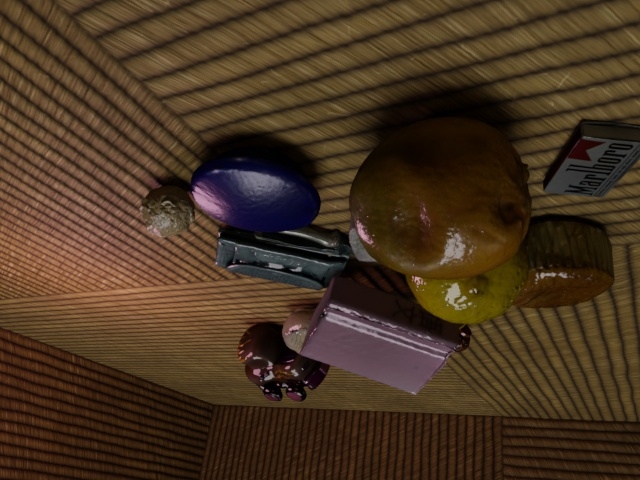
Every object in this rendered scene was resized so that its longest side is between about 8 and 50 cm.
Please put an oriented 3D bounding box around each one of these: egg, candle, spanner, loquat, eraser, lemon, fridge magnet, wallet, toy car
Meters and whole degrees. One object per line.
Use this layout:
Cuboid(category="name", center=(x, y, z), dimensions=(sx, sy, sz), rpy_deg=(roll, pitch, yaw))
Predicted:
Cuboid(category="egg", center=(-0.342, -0.064, 1.287), dimensions=(0.118, 0.116, 0.140), rpy_deg=(46, 144, -9))
Cuboid(category="candle", center=(0.137, -0.008, 1.314), dimensions=(0.192, 0.068, 0.168), rpy_deg=(24, 149, -23))
Cuboid(category="spanner", center=(0.000, 0.000, 1.405), dimensions=(0.324, 0.040, 0.096), rpy_deg=(12, 155, -6))
Cuboid(category="loquat", center=(0.199, -0.065, 0.950), dimensions=(0.283, 0.276, 0.276), rpy_deg=(-17, 145, 40))
Cuboid(category="eraser", center=(0.154, 0.261, 1.564), dimensions=(0.358, 0.122, 0.272), rpy_deg=(20, 136, -4))
Cuboid(category="lemon", center=(0.289, 0.044, 1.157), dimensions=(0.267, 0.268, 0.267), rpy_deg=(7, 154, 3))
Cuboid(category="fridge magnet", center=(-0.129, -0.096, 1.161), dimensions=(0.265, 0.113, 0.265), rpy_deg=(7, 155, 3))
Cuboid(category="wallet", center=(-0.112, 0.064, 1.539), dimensions=(0.341, 0.075, 0.237), rpy_deg=(11, 157, -8))
Cuboid(category="toy car", center=(-0.140, 0.420, 2.115), dimensions=(0.340, 0.271, 0.240), rpy_deg=(-16, 125, 35))

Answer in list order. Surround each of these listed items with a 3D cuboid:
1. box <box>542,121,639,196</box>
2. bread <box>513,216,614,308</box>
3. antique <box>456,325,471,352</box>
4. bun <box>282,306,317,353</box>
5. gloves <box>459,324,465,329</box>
Cuboid(category="box", center=(0.471, -0.135, 0.991), dimensions=(0.115, 0.036, 0.177), rpy_deg=(7, 155, 3))
Cuboid(category="bread", center=(0.506, 0.061, 1.269), dimensions=(0.227, 0.143, 0.253), rpy_deg=(4, 153, -9))
Cuboid(category="antique", center=(0.434, 0.314, 1.855), dimensions=(0.103, 0.104, 0.104), rpy_deg=(7, 154, 3))
Cuboid(category="bun", center=(-0.001, 0.298, 1.905), dimensions=(0.238, 0.142, 0.239), rpy_deg=(7, 148, 4))
Cuboid(category="gloves", center=(0.331, 0.127, 1.530), dimensions=(0.133, 0.116, 0.294), rpy_deg=(-23, 141, 0))
